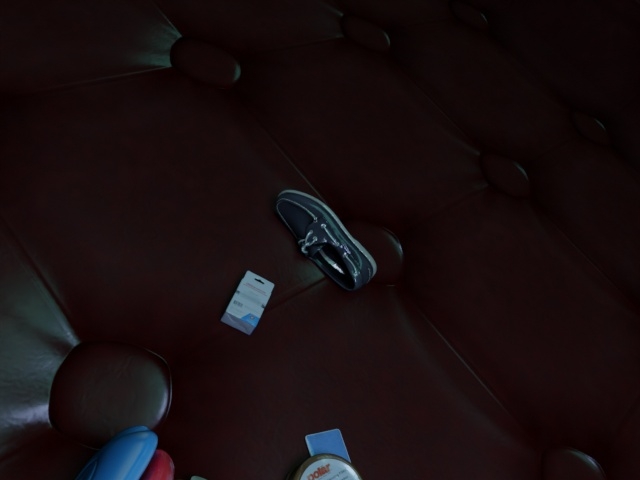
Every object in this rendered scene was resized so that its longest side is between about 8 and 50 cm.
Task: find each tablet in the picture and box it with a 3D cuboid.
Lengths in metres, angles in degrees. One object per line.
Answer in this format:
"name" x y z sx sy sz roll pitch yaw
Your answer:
"tablet" 0.015 0.291 0.799 0.054 0.006 0.083 -2 54 -30

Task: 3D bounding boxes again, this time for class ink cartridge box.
"ink cartridge box" -0.104 0.089 0.884 0.048 0.028 0.083 29 45 -5

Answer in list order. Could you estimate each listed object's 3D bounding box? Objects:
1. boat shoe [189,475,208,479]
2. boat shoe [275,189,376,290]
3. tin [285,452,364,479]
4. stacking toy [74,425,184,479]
"boat shoe" -0.098 0.317 0.690 0.137 0.049 0.043 31 87 -6
"boat shoe" 0.000 0.000 0.986 0.206 0.075 0.065 43 42 2
"tin" 0.029 0.349 0.733 0.106 0.040 0.190 -15 65 -40
"stacking toy" -0.124 0.337 0.600 0.302 0.175 0.166 39 43 -11
